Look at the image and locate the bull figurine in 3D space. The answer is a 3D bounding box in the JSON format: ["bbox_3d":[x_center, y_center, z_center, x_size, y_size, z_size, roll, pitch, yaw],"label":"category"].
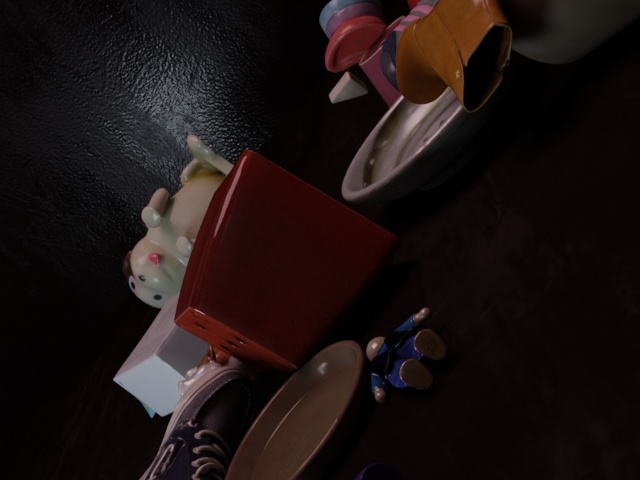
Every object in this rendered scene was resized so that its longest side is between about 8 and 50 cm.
[{"bbox_3d":[-0.145,0.193,1.678,0.188,0.101,0.310,-38,6,46],"label":"bull figurine"}]

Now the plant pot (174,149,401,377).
[{"bbox_3d":[-0.078,0.060,1.499,0.236,0.267,0.267,-63,9,-18],"label":"plant pot"}]

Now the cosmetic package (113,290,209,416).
[{"bbox_3d":[-0.267,0.210,1.973,0.224,0.138,0.225,-31,21,53],"label":"cosmetic package"}]

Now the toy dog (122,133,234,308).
[{"bbox_3d":[-0.341,-0.013,2.546,0.408,0.284,0.395,-52,-3,-10],"label":"toy dog"}]

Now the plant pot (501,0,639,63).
[{"bbox_3d":[0.367,-0.408,1.375,0.323,0.323,0.280,-60,-1,-37],"label":"plant pot"}]

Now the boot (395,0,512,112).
[{"bbox_3d":[0.188,-0.252,1.428,0.295,0.104,0.211,106,161,-48],"label":"boot"}]

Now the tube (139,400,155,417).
[{"bbox_3d":[-0.373,0.338,2.178,0.080,0.052,0.207,-62,22,-10],"label":"tube"}]

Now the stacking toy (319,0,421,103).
[{"bbox_3d":[0.134,-0.436,2.084,0.309,0.130,0.279,-12,-25,-16],"label":"stacking toy"}]

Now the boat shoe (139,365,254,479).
[{"bbox_3d":[-0.166,0.329,1.412,0.158,0.127,0.340,-8,44,51],"label":"boat shoe"}]

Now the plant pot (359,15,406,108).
[{"bbox_3d":[0.183,-0.330,1.922,0.201,0.180,0.201,-45,13,14],"label":"plant pot"}]

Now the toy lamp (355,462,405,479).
[{"bbox_3d":[-0.017,0.307,1.035,0.274,0.080,0.080,-34,20,41],"label":"toy lamp"}]

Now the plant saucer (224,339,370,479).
[{"bbox_3d":[-0.028,0.252,1.297,0.278,0.041,0.278,-45,14,15],"label":"plant saucer"}]

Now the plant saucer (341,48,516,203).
[{"bbox_3d":[0.203,-0.194,1.653,0.400,0.100,0.400,-46,14,15],"label":"plant saucer"}]

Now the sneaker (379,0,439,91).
[{"bbox_3d":[0.194,-0.359,1.679,0.131,0.112,0.319,-42,16,39],"label":"sneaker"}]

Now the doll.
[{"bbox_3d":[0.099,0.136,1.190,0.129,0.046,0.189,-62,9,-11],"label":"doll"}]
